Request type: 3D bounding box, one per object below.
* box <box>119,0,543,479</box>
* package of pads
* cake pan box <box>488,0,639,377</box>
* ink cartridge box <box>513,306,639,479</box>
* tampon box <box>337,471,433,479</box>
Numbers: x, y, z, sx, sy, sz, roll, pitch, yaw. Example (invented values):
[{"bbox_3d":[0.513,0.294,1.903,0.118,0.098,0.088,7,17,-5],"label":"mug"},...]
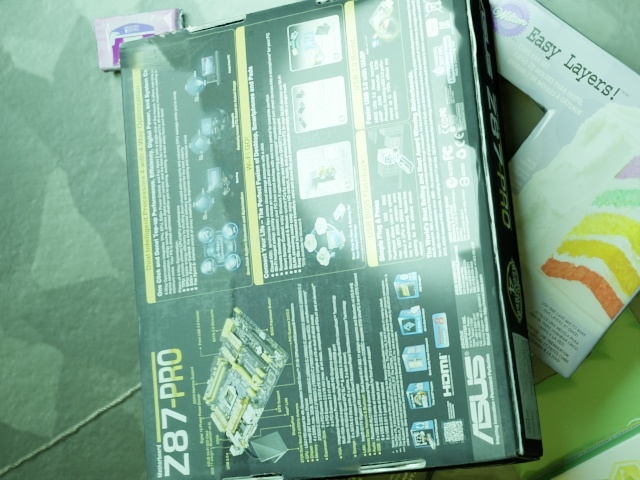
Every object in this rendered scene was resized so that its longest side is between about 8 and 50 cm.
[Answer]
[{"bbox_3d":[0.000,0.000,1.066,0.318,0.097,0.394,-10,78,18],"label":"box"},{"bbox_3d":[-0.165,-0.186,1.201,0.083,0.032,0.050,-6,93,12],"label":"package of pads"},{"bbox_3d":[0.186,-0.056,1.119,0.267,0.070,0.245,40,100,10],"label":"cake pan box"},{"bbox_3d":[0.250,0.184,1.146,0.171,0.056,0.235,-30,91,13],"label":"ink cartridge box"},{"bbox_3d":[0.033,0.163,1.161,0.161,0.101,0.120,26,99,7],"label":"tampon box"}]
